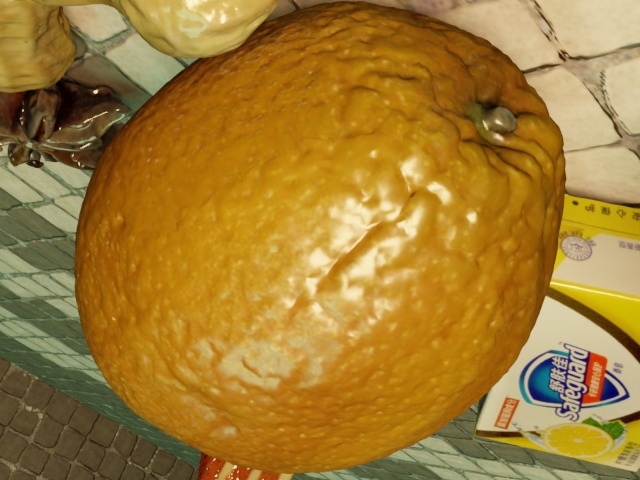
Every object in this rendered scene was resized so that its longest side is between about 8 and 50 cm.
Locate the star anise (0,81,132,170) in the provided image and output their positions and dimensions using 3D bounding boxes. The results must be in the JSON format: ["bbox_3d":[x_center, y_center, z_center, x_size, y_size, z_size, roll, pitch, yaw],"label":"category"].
[{"bbox_3d":[-0.301,-0.127,0.882,0.231,0.089,0.209,3,163,47],"label":"star anise"}]

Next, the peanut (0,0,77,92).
[{"bbox_3d":[-0.297,-0.214,0.684,0.197,0.110,0.233,17,156,-6],"label":"peanut"}]

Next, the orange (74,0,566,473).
[{"bbox_3d":[0.000,0.000,0.599,0.322,0.322,0.357,35,140,-23],"label":"orange"}]

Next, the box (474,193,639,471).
[{"bbox_3d":[0.242,0.091,0.744,0.168,0.097,0.265,12,141,5],"label":"box"}]

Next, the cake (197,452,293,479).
[{"bbox_3d":[-0.068,0.267,1.292,0.158,0.262,0.159,30,135,-23],"label":"cake"}]

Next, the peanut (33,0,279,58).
[{"bbox_3d":[-0.130,-0.188,0.535,0.263,0.117,0.101,28,167,23],"label":"peanut"}]
